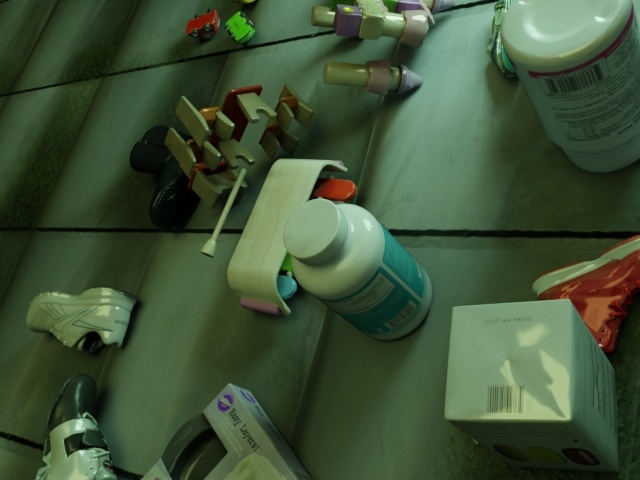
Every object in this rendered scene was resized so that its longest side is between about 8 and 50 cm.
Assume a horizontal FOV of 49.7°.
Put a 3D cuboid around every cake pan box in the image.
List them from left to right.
[{"bbox_3d":[-0.153,0.397,1.098,0.246,0.070,0.267,-46,47,0],"label":"cake pan box"}]

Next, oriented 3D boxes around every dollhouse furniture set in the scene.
[{"bbox_3d":[-0.185,-0.198,1.356,0.135,0.262,0.259,51,135,20],"label":"dollhouse furniture set"}]

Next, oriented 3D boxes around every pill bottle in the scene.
[{"bbox_3d":[0.054,0.040,1.034,0.146,0.264,0.146,-17,54,26],"label":"pill bottle"},{"bbox_3d":[0.369,-0.223,0.960,0.160,0.283,0.160,-17,55,26],"label":"pill bottle"}]

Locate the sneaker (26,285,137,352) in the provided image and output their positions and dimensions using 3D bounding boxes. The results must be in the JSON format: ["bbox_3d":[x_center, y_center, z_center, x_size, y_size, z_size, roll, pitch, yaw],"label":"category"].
[{"bbox_3d":[-0.524,0.175,1.468,0.297,0.111,0.129,-10,64,31],"label":"sneaker"}]

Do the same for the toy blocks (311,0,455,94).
[{"bbox_3d":[0.144,-0.465,1.294,0.260,0.309,0.288,2,45,-11],"label":"toy blocks"}]

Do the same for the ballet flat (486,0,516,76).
[{"bbox_3d":[0.328,-0.360,1.233,0.070,0.070,0.188,-2,61,34],"label":"ballet flat"}]

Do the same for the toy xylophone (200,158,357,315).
[{"bbox_3d":[-0.084,-0.030,1.272,0.236,0.081,0.323,18,75,41],"label":"toy xylophone"}]

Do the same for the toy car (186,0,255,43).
[{"bbox_3d":[-0.214,-0.547,1.721,0.239,0.053,0.225,-39,48,10],"label":"toy car"}]

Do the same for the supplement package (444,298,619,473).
[{"bbox_3d":[0.259,0.181,0.819,0.139,0.244,0.134,-8,58,32],"label":"supplement package"}]

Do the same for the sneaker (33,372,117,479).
[{"bbox_3d":[-0.431,0.403,1.270,0.146,0.122,0.330,-5,58,12],"label":"sneaker"}]

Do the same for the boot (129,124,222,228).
[{"bbox_3d":[-0.352,-0.146,1.543,0.207,0.094,0.246,14,65,36],"label":"boot"}]

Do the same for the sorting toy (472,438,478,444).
[{"bbox_3d":[0.218,0.236,0.972,0.062,0.012,0.083,-45,51,11],"label":"sorting toy"}]

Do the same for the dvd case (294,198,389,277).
[{"bbox_3d":[0.000,0.000,1.264,0.221,0.018,0.164,32,84,43],"label":"dvd case"}]

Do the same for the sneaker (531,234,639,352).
[{"bbox_3d":[0.401,0.077,0.908,0.221,0.087,0.128,-29,58,34],"label":"sneaker"}]
